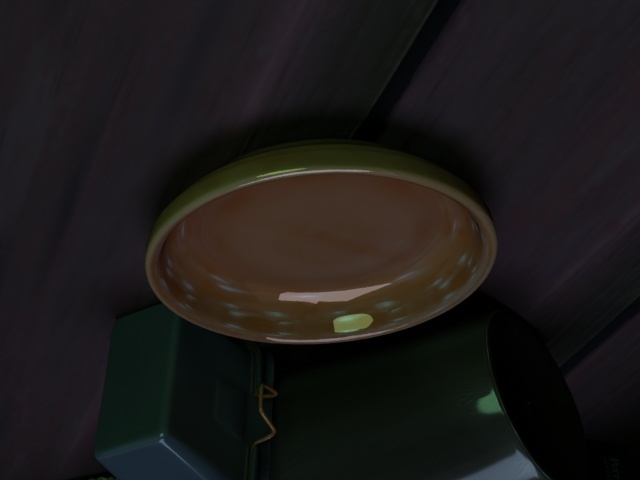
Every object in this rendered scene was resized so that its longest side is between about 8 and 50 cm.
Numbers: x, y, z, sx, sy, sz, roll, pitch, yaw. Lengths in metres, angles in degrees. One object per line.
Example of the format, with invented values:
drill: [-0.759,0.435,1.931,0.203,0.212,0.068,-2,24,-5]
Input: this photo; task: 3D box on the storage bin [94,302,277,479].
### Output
storage bin: [-0.085,0.106,0.900,0.098,0.135,0.091,-19,137,24]

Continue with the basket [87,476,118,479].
basket: [-0.157,0.336,1.105,0.223,0.299,0.213,18,143,-33]

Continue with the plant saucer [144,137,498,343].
plant saucer: [0.000,0.000,0.815,0.199,0.037,0.200,-4,150,-2]

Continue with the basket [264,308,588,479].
basket: [0.049,0.147,0.962,0.227,0.154,0.204,-29,111,25]

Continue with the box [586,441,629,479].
box: [0.142,0.235,1.118,0.207,0.153,0.108,13,145,-28]
